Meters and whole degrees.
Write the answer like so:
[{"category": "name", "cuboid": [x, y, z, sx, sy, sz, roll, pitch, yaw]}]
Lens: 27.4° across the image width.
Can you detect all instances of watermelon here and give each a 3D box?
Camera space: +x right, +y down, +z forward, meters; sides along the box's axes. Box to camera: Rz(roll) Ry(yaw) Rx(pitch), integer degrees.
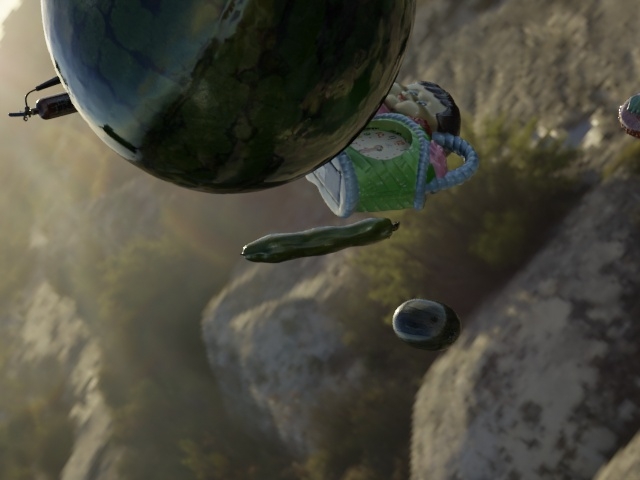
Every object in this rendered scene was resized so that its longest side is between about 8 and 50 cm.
[{"category": "watermelon", "cuboid": [0.154, 0.120, 1.871, 0.111, 0.078, 0.078, 7, 59, 41]}, {"category": "watermelon", "cuboid": [-0.077, -0.217, 1.170, 0.363, 0.363, 0.363, -47, 18, 21]}]

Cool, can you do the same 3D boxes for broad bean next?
[{"category": "broad bean", "cuboid": [0.001, 0.000, 2.008, 0.255, 0.046, 0.065, -10, 7, -4]}]

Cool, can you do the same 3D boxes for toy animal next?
[{"category": "toy animal", "cuboid": [0.465, -0.144, 1.802, 0.100, 0.208, 0.103, -5, 56, 19]}]

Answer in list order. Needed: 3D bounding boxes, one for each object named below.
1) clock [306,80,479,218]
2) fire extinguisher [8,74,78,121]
[{"category": "clock", "cuboid": [0.079, -0.109, 1.490, 0.194, 0.196, 0.100, 54, 149, 43]}, {"category": "fire extinguisher", "cuboid": [-0.280, -0.155, 1.395, 0.100, 0.032, 0.046, -20, -46, -37]}]
